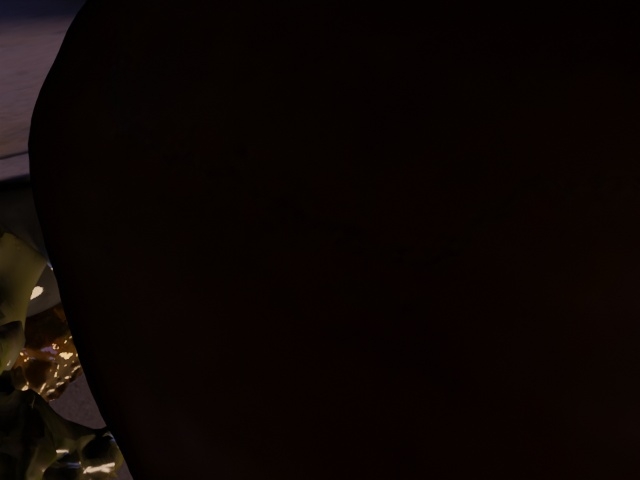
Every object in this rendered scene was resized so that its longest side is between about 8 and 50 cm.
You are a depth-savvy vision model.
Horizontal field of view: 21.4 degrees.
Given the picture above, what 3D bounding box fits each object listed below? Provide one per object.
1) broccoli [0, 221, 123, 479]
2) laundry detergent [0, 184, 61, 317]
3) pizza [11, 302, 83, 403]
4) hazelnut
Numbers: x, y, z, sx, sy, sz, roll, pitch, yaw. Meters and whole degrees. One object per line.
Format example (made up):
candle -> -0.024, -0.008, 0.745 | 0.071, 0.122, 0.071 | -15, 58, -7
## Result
broccoli -> -0.278, 0.098, 0.927 | 0.272, 0.334, 0.324 | -48, -171, 14
laundry detergent -> -0.259, 0.020, 1.213 | 0.253, 0.091, 0.181 | -15, -177, 30
pizza -> -0.317, 0.061, 1.397 | 0.268, 0.087, 0.258 | 22, -129, 35
hazelnut -> 0.082, 0.024, 0.574 | 0.365, 0.366, 0.366 | -13, 178, -1
